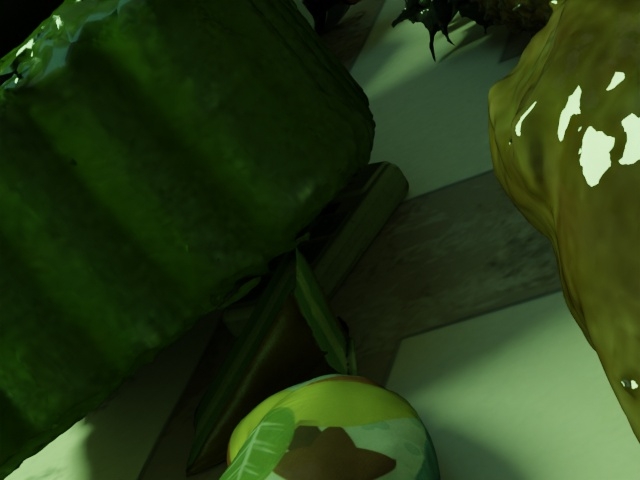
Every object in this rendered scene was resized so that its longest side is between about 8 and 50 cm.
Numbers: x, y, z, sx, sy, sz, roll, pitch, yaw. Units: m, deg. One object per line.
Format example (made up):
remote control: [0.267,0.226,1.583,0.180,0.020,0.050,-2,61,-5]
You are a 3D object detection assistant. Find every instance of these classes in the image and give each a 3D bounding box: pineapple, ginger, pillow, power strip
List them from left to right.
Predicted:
pillow: [-0.047,0.151,0.748,0.233,0.086,0.214,-41,13,-10]
power strip: [0.000,0.000,1.034,0.076,0.028,0.169,-13,31,41]
pineapple: [0.129,-0.198,1.173,0.125,0.125,0.251,-41,19,-17]
ginger: [0.186,-0.013,0.591,0.200,0.223,0.269,-27,21,6]

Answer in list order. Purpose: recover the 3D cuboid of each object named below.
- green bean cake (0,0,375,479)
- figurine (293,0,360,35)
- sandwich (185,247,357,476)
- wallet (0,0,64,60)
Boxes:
green bean cake: [-0.141,-0.038,0.942,0.319,0.218,0.335,-40,4,8]
figurine: [-0.048,-0.185,1.334,0.176,0.133,0.236,-20,23,33]
sandwich: [-0.046,0.069,0.899,0.116,0.074,0.074,-28,23,12]
wallet: [-0.277,-0.136,1.116,0.406,0.062,0.228,-29,-10,23]
